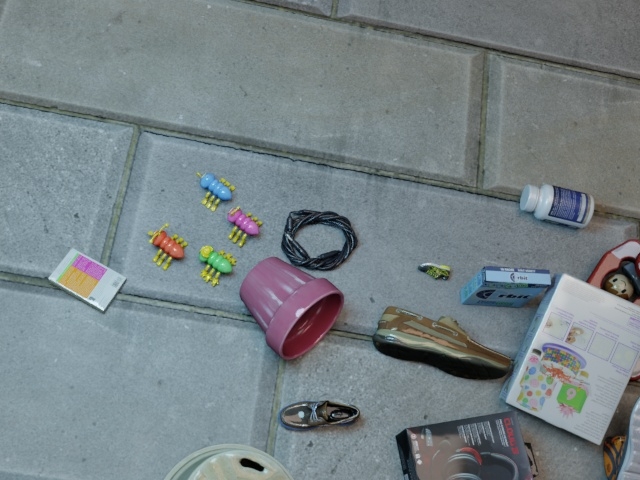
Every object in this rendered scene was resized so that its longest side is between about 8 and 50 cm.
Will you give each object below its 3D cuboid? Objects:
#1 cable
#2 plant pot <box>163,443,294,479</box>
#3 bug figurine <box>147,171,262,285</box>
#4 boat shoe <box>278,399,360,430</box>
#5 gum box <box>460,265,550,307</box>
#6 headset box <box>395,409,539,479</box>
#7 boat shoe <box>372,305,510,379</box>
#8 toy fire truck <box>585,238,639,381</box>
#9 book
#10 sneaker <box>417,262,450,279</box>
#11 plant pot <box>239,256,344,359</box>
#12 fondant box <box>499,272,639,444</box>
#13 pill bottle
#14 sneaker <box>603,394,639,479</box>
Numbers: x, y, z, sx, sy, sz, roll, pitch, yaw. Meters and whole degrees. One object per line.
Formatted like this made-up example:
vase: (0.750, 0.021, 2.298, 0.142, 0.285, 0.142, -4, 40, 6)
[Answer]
cable: (0.000, 0.000, 2.070, 0.185, 0.047, 0.150, 10, 67, -6)
plant pot: (-0.173, 0.546, 1.676, 0.334, 0.305, 0.333, 3, 68, -8)
bug figurine: (-0.265, -0.032, 2.023, 0.216, 0.072, 0.279, 34, 66, 4)
boat shoe: (-0.001, 0.383, 1.902, 0.183, 0.066, 0.066, -3, 68, -11)
gum box: (0.436, 0.112, 2.026, 0.157, 0.184, 0.041, 4, 67, -9)
headset box: (0.337, 0.507, 1.888, 0.293, 0.110, 0.218, -6, 69, -12)
boat shoe: (0.287, 0.232, 1.988, 0.324, 0.122, 0.119, 17, 63, -4)
toy fire truck: (0.777, 0.161, 2.092, 0.254, 0.169, 0.302, -30, 74, 0)
book: (-0.531, 0.090, 1.948, 0.144, 0.035, 0.096, 29, 63, 2)
sneaker: (0.280, 0.077, 2.096, 0.083, 0.031, 0.035, 7, 68, -7)
plant pot: (-0.078, 0.140, 1.932, 0.180, 0.201, 0.201, 39, 66, 24)
fondant box: (0.594, 0.270, 1.978, 0.238, 0.096, 0.330, 25, 87, 1)
pill bottle: (0.605, -0.092, 2.188, 0.169, 0.094, 0.094, 13, 66, -5)
sneaker: (0.716, 0.441, 1.930, 0.125, 0.180, 0.321, 21, 92, 0)
